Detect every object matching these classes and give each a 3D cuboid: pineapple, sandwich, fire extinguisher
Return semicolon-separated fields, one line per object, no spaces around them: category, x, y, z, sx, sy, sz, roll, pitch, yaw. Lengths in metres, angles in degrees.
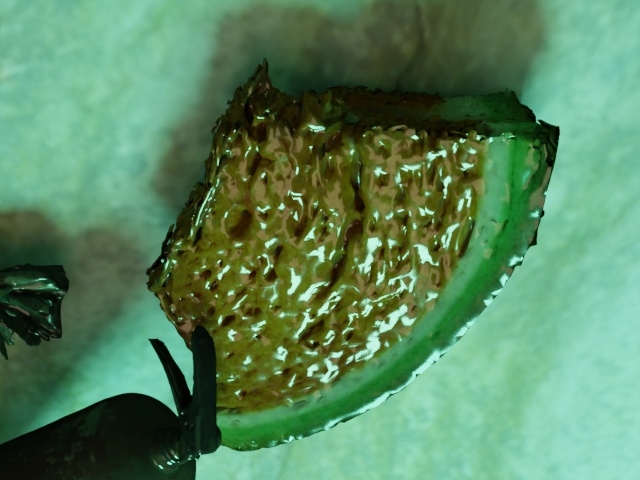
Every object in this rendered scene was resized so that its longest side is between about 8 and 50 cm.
pineapple;-0.208;0.019;0.743;0.159;0.074;0.074;14;125;-18
sandwich;0.005;0.007;0.730;0.159;0.079;0.235;25;119;-5
fire extinguisher;-0.142;0.123;0.775;0.268;0.089;0.072;-25;165;38
